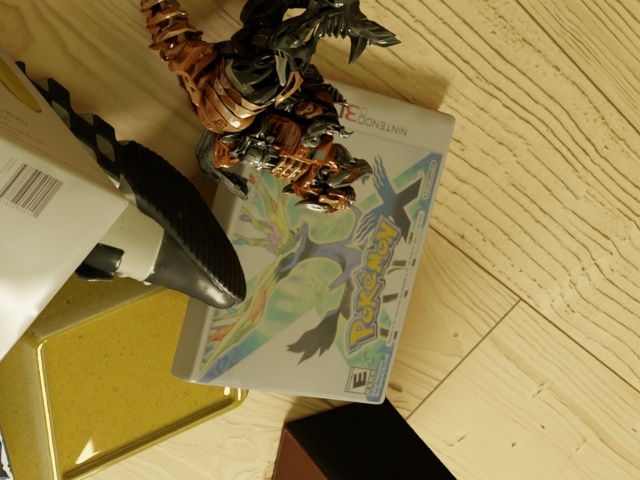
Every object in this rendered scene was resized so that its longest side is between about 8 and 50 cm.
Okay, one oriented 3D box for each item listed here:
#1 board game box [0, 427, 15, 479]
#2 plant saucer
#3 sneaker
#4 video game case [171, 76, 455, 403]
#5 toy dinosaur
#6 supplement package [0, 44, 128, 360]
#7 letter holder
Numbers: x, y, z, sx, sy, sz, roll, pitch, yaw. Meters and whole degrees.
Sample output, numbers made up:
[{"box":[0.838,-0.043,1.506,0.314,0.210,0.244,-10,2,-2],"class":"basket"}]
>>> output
[{"box":[-0.393,0.175,1.862,0.194,0.060,0.194,-5,128,-21],"class":"board game box"},{"box":[-0.201,0.117,1.979,0.332,0.081,0.333,-23,139,-22],"class":"plant saucer"},{"box":[-0.215,-0.022,1.776,0.146,0.122,0.330,-40,119,20],"class":"sneaker"},{"box":[0.000,0.000,1.974,0.300,0.036,0.329,11,94,-46],"class":"video game case"},{"box":[-0.052,-0.156,1.773,0.218,0.164,0.322,-46,141,4],"class":"toy dinosaur"},{"box":[-0.335,-0.064,1.533,0.198,0.263,0.199,-50,142,9],"class":"supplement package"},{"box":[0.077,0.374,2.288,0.152,0.302,0.214,-14,135,-32],"class":"letter holder"}]
